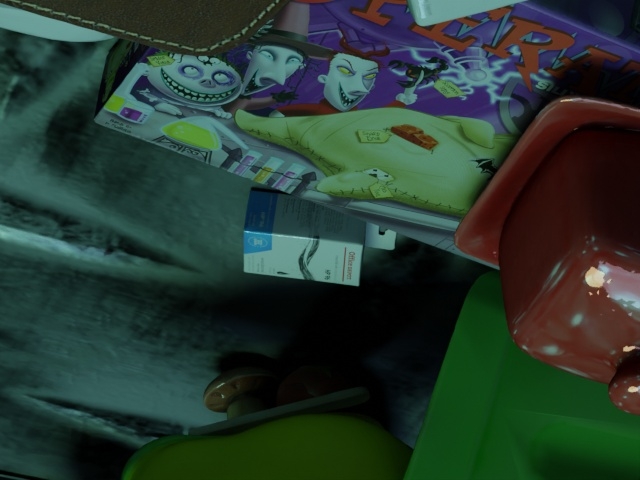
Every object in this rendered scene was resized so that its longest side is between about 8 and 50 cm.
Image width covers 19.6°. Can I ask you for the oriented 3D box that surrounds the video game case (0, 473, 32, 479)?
[{"bbox_3d":[-0.250,0.248,1.509,0.232,0.042,0.210,13,150,-8],"label":"video game case"}]

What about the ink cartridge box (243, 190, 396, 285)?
[{"bbox_3d":[0.000,0.000,1.032,0.083,0.028,0.048,6,150,2],"label":"ink cartridge box"}]

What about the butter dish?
[{"bbox_3d":[0.152,0.024,0.858,0.160,0.118,0.160,14,150,-10],"label":"butter dish"}]

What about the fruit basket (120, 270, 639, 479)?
[{"bbox_3d":[0.069,0.214,1.062,0.392,0.392,0.283,-11,147,30],"label":"fruit basket"}]

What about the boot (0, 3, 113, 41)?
[{"bbox_3d":[-0.185,-0.158,0.760,0.258,0.095,0.123,4,145,-10],"label":"boot"}]

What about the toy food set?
[{"bbox_3d":[-0.025,0.125,1.229,0.128,0.071,0.218,-17,151,-4],"label":"toy food set"}]

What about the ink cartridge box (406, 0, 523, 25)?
[{"bbox_3d":[0.104,-0.167,0.697,0.179,0.045,0.145,-15,134,4],"label":"ink cartridge box"}]

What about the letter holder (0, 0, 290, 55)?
[{"bbox_3d":[-0.054,-0.210,0.564,0.214,0.152,0.302,16,149,-18],"label":"letter holder"}]

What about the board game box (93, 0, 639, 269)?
[{"bbox_3d":[0.088,-0.061,0.891,0.347,0.056,0.208,19,144,-19],"label":"board game box"}]
